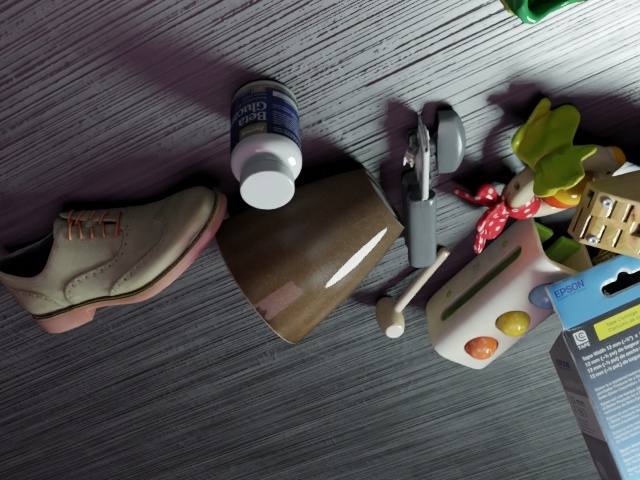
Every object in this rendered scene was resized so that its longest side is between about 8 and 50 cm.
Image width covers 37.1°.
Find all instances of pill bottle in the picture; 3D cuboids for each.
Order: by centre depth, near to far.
[{"bbox_3d":[-0.072,-0.125,1.260,0.094,0.169,0.094,-3,138,-3],"label":"pill bottle"}]

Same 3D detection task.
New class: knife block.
[{"bbox_3d":[0.506,-0.061,1.386,0.276,0.242,0.088,15,124,4],"label":"knife block"}]

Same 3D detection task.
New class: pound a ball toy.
[{"bbox_3d":[0.263,0.100,1.568,0.208,0.135,0.319,22,131,-27],"label":"pound a ball toy"}]

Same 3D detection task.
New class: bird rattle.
[{"bbox_3d":[0.332,-0.074,1.396,0.207,0.143,0.253,-3,144,-27],"label":"bird rattle"}]

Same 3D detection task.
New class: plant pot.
[{"bbox_3d":[0.000,0.000,1.406,0.230,0.215,0.215,-34,132,9],"label":"plant pot"}]

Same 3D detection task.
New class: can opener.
[{"bbox_3d":[0.163,-0.068,1.418,0.093,0.074,0.280,-3,138,-2],"label":"can opener"}]

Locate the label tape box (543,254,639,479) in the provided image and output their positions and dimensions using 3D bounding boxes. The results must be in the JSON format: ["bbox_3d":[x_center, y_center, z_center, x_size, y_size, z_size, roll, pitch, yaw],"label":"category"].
[{"bbox_3d":[0.510,0.186,1.508,0.249,0.347,0.115,-23,-179,-7],"label":"label tape box"}]

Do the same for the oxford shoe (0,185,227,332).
[{"bbox_3d":[-0.319,0.012,1.420,0.397,0.140,0.146,-28,126,21],"label":"oxford shoe"}]

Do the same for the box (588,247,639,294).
[{"bbox_3d":[0.577,0.028,1.579,0.220,0.051,0.175,-34,131,28],"label":"box"}]

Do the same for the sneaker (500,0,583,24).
[{"bbox_3d":[0.341,-0.342,1.093,0.295,0.123,0.109,-33,131,27],"label":"sneaker"}]
